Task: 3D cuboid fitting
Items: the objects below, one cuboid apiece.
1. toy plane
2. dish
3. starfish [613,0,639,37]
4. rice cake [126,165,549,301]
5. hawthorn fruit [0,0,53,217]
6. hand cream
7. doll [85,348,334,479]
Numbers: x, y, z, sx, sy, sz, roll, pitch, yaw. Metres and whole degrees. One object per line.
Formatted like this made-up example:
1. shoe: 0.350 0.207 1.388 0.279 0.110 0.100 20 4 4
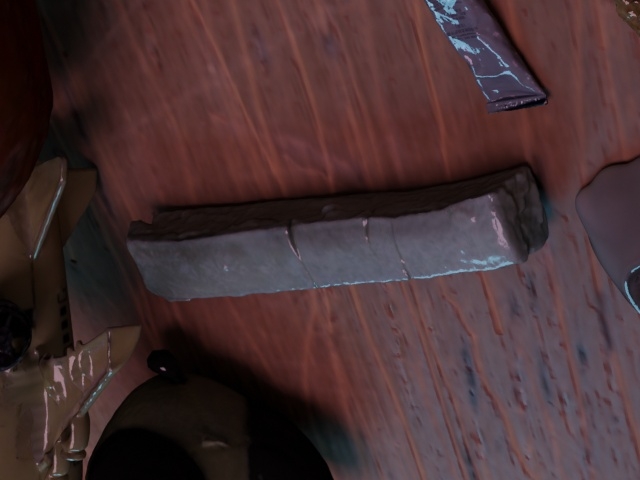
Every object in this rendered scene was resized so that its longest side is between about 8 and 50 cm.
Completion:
1. toy plane: -0.169 0.069 0.855 0.242 0.104 0.256 22 104 52
2. dish: 0.168 0.025 0.688 0.091 0.039 0.137 -16 119 43
3. starfish: 0.218 -0.124 0.484 0.299 0.060 0.302 39 147 4
4. rice cake: 0.000 0.000 0.777 0.245 0.042 0.045 -5 116 37
5. hawthorn fruit: -0.245 -0.092 0.706 0.258 0.258 0.262 -6 154 39
6. hand cream: 0.064 -0.092 0.663 0.030 0.019 0.093 -10 131 39
7. doll: -0.086 0.185 0.942 0.135 0.143 0.234 52 139 42
